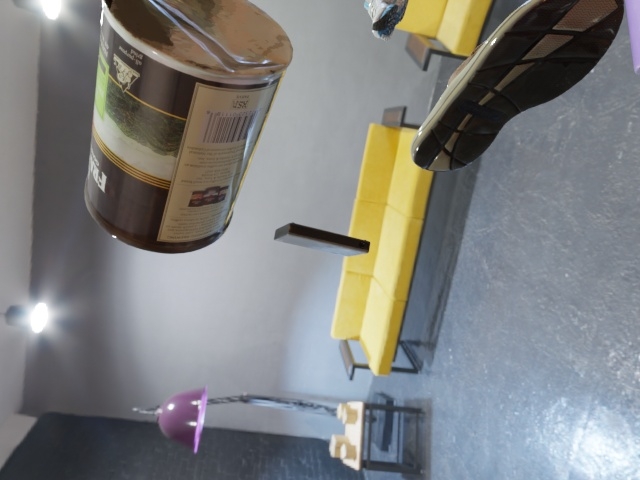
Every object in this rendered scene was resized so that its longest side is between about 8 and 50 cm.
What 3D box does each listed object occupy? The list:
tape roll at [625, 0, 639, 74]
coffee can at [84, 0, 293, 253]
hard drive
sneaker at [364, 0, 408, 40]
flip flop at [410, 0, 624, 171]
[{"bbox_3d":[0.268,-0.153,0.252,0.189,0.189,0.080,-157,58,-82],"label":"tape roll"},{"bbox_3d":[-0.173,-0.146,0.604,0.201,0.202,0.275,-89,22,-45],"label":"coffee can"},{"bbox_3d":[0.000,0.000,0.789,0.094,0.135,0.022,164,118,-70],"label":"hard drive"},{"bbox_3d":[0.126,-0.481,1.030,0.190,0.083,0.071,-61,-12,-46],"label":"sneaker"},{"bbox_3d":[0.200,-0.181,0.558,0.277,0.112,0.080,131,150,-51],"label":"flip flop"}]
